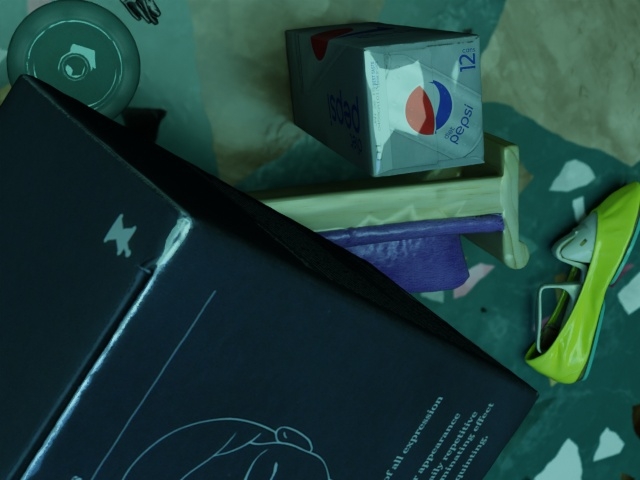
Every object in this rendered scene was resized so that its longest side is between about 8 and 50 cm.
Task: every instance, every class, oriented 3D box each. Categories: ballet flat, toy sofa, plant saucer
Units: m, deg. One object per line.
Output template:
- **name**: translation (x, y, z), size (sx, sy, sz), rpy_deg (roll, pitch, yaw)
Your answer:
- **ballet flat**: translation (0.275, 0.041, 1.091), size (0.077, 0.077, 0.231), rpy_deg (16, 102, -1)
- **toy sofa**: translation (0.000, 0.000, 0.964), size (0.362, 0.150, 0.177), rpy_deg (-6, 105, -13)
- **plant saucer**: translation (-0.222, -0.157, 0.931), size (0.119, 0.021, 0.119), rpy_deg (-4, 105, -13)

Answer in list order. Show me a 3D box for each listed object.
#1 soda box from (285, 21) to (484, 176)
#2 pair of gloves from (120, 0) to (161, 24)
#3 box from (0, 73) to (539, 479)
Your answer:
- **soda box**: translation (0.044, -0.129, 0.867), size (0.091, 0.286, 0.098), rpy_deg (-8, 106, -11)
- **pair of gloves**: translation (-0.148, -0.242, 0.934), size (0.083, 0.010, 0.074), rpy_deg (-36, 110, -2)
- **box**: translation (-0.086, 0.125, 0.704), size (0.395, 0.212, 0.294), rpy_deg (30, 96, -48)
